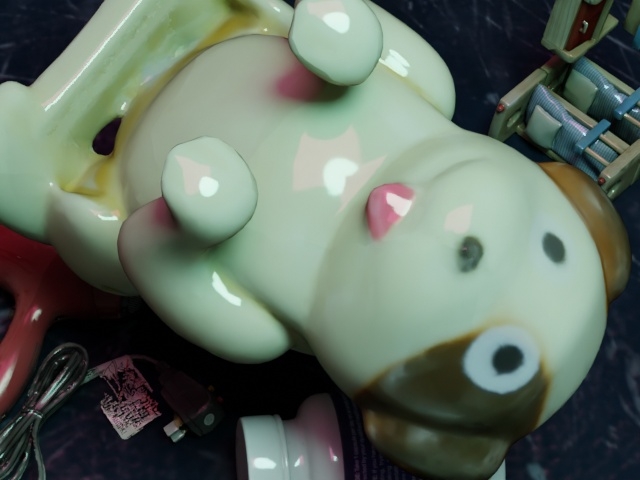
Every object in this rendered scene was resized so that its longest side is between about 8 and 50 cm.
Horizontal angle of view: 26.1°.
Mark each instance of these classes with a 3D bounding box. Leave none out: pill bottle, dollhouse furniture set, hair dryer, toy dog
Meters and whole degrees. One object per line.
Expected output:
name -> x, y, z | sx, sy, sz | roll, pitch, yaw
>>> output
pill bottle -> 0.034, 0.167, 1.032 | 0.187, 0.112, 0.112 | -2, 54, -10
dollhouse furniture set -> 0.252, -0.140, 1.246 | 0.129, 0.183, 0.129 | 39, 58, 20
hair dryer -> -0.231, 0.069, 1.089 | 0.224, 0.080, 0.293 | -23, 59, -22
toy dog -> 0.000, 0.000, 0.954 | 0.408, 0.395, 0.284 | 27, 64, 37
